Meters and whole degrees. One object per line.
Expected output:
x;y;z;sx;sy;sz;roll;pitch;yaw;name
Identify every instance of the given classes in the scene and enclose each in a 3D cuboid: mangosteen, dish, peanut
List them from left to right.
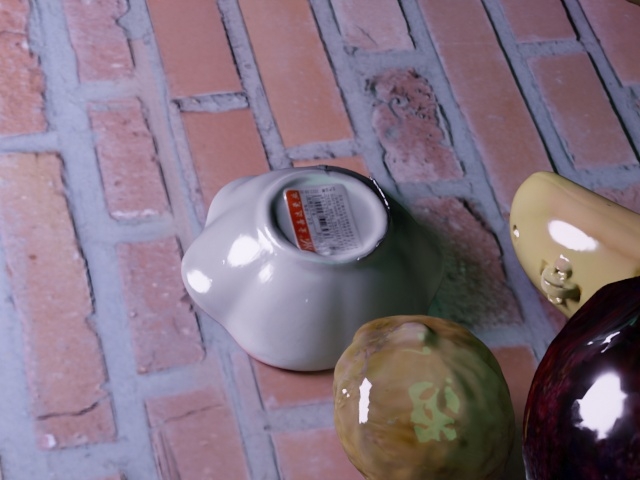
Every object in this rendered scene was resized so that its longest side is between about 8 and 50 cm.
0.000;0.000;1.411;0.229;0.081;0.229;4;50;-5;dish
0.079;0.135;1.294;0.140;0.109;0.159;-1;62;4;peanut
0.277;0.161;1.168;0.311;0.311;0.311;5;49;-5;mangosteen

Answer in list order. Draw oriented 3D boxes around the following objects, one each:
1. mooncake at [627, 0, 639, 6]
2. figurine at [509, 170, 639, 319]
0.432;-0.438;1.640;0.467;0.262;0.467;-12;57;19;mooncake
0.310;0.021;1.414;0.324;0.124;0.222;29;46;28;figurine
